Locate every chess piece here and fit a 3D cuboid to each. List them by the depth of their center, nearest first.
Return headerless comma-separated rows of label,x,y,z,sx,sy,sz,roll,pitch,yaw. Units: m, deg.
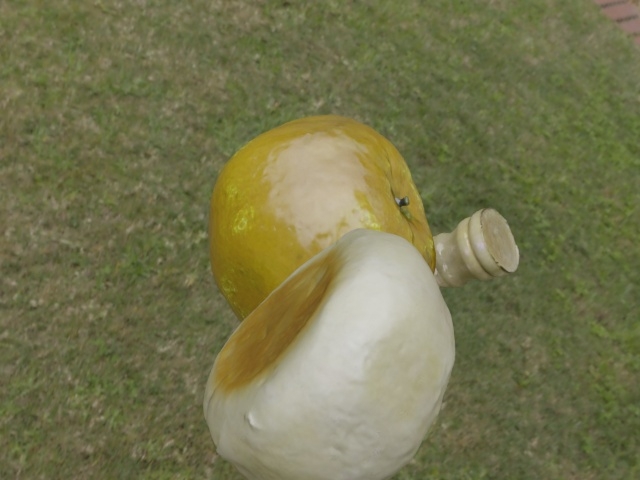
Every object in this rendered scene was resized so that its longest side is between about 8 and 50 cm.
chess piece,0.148,0.033,1.103,0.090,0.200,0.090,32,46,-40

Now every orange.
orange,0.000,0.000,0.950,0.279,0.235,0.279,44,34,-42

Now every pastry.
pastry,0.006,0.067,0.458,0.092,0.156,0.156,38,42,-20
